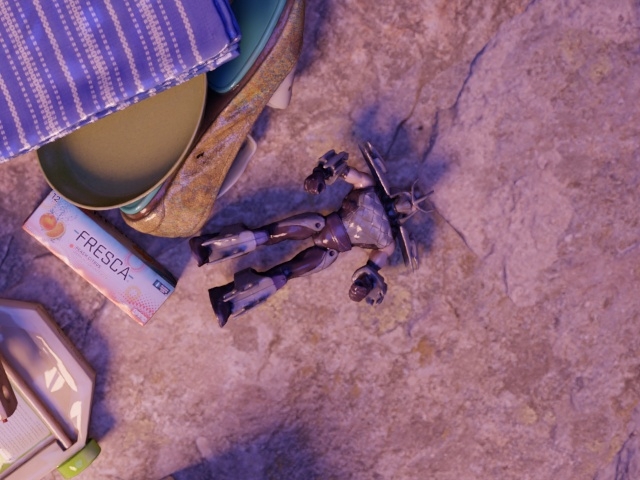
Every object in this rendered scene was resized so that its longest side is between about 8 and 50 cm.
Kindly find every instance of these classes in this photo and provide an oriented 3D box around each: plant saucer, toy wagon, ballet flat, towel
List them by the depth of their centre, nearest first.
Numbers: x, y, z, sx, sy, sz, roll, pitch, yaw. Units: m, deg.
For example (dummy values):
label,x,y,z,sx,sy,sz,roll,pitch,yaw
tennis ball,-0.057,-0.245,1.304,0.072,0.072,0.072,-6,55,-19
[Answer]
label,x,y,z,sx,sy,sz,roll,pitch,yaw
towel,-0.272,-0.243,1.587,0.336,0.040,0.243,-24,89,10
plant saucer,-0.216,-0.146,1.651,0.241,0.037,0.241,-9,73,30
ballet flat,-0.099,-0.150,1.677,0.123,0.123,0.348,33,99,-6
toy wagon,-0.437,0.218,1.751,0.344,0.068,0.267,-36,98,6

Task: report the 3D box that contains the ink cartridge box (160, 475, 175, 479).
label,x,y,z,sx,sy,sz,roll,pitch,yaw
ink cartridge box,-0.205,0.412,1.704,0.171,0.233,0.168,-30,101,4

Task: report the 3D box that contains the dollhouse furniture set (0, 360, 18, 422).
label,x,y,z,sx,sy,sz,roll,pitch,yaw
dollhouse furniture set,-0.426,0.170,1.614,0.129,0.184,0.129,-21,99,3

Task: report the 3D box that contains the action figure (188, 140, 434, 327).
label,x,y,z,sx,sy,sz,roll,pitch,yaw
action figure,0.000,0.000,1.707,0.285,0.099,0.185,-22,94,0

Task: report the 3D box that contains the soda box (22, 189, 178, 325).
label,x,y,z,sx,sy,sz,roll,pitch,yaw
soda box,-0.253,0.015,1.723,0.183,0.058,0.063,41,97,-8
